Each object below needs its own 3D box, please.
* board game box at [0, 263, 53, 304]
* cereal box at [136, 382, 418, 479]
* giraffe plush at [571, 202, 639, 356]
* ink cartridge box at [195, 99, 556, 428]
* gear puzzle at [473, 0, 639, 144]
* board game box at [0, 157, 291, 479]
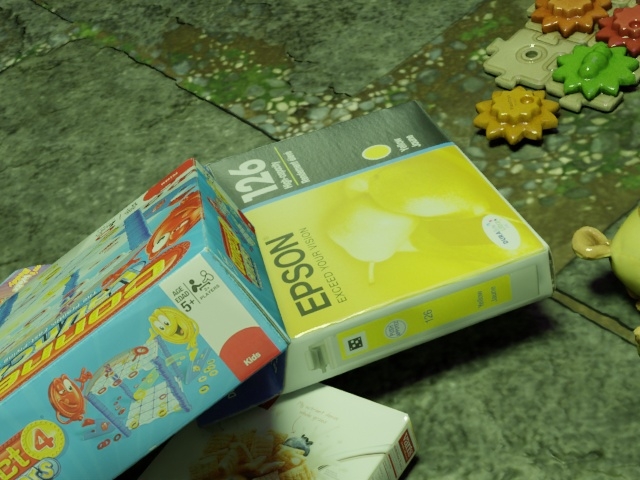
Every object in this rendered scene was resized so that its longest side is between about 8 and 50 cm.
[{"bbox_3d":[-0.286,0.072,1.115,0.133,0.033,0.168,23,54,33],"label":"board game box"},{"bbox_3d":[-0.059,0.205,0.900,0.173,0.047,0.240,15,51,34],"label":"cereal box"},{"bbox_3d":[0.303,0.017,0.941,0.210,0.181,0.170,-49,31,14],"label":"giraffe plush"},{"bbox_3d":[0.000,0.000,1.049,0.307,0.072,0.303,-17,35,-10],"label":"ink cartridge box"},{"bbox_3d":[0.268,-0.212,1.245,0.175,0.044,0.339,26,57,35],"label":"gear puzzle"},{"bbox_3d":[-0.182,0.088,0.878,0.308,0.086,0.302,-37,16,2],"label":"board game box"}]
